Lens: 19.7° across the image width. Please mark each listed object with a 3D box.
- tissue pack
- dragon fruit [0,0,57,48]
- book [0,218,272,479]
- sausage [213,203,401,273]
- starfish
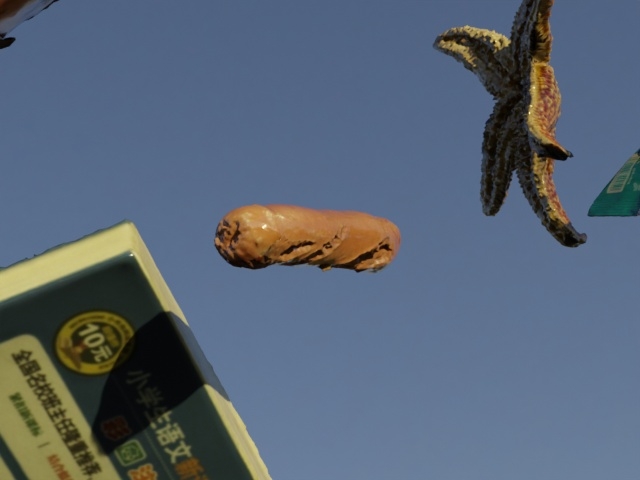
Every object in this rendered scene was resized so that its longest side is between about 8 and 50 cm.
[{"bbox_3d":[0.220,-0.062,1.064,0.138,0.028,0.085,-42,19,-25],"label":"tissue pack"},{"bbox_3d":[-0.153,-0.125,0.500,0.147,0.282,0.211,-38,-39,-25],"label":"dragon fruit"},{"bbox_3d":[-0.248,0.179,1.076,0.428,0.039,0.300,-21,-52,2],"label":"book"},{"bbox_3d":[0.000,0.000,0.982,0.042,0.036,0.158,7,1,30],"label":"sausage"},{"bbox_3d":[0.132,-0.100,1.239,0.057,0.238,0.213,-5,-55,-14],"label":"starfish"}]
